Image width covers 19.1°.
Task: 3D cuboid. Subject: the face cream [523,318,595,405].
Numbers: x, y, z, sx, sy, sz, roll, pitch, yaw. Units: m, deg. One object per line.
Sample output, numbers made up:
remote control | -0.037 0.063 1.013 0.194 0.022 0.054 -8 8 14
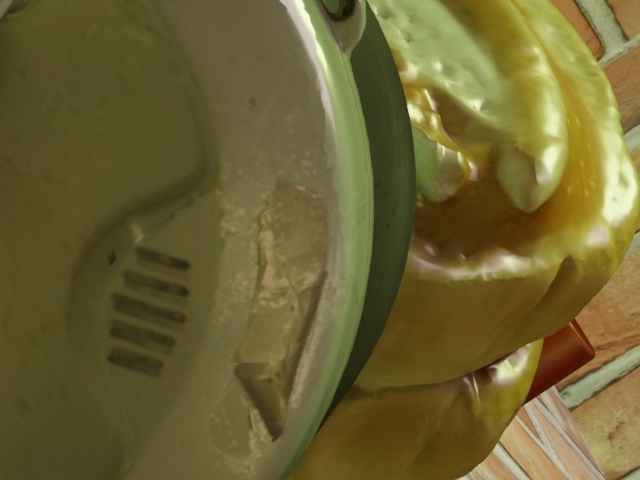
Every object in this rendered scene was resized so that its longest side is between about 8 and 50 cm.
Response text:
face cream | 0.100 0.111 1.482 0.096 0.214 0.096 54 8 -11

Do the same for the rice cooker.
rice cooker | -0.112 -0.011 0.626 0.288 0.288 0.277 56 10 -1

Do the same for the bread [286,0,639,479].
bread | 0.000 0.000 0.926 0.210 0.341 0.300 -1 39 -35
